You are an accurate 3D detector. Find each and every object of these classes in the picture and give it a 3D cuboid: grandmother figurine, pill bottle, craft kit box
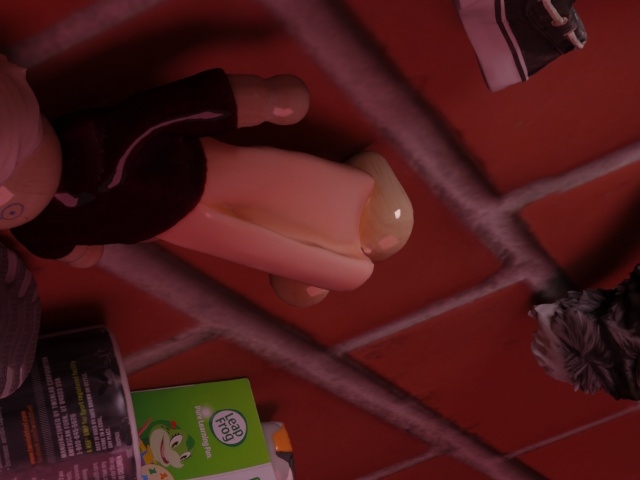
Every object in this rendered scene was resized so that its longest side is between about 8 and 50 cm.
[{"bbox_3d":[-0.090,-0.030,0.767,0.342,0.104,0.208,9,136,-48],"label":"grandmother figurine"},{"bbox_3d":[-0.259,0.143,0.981,0.246,0.130,0.130,-10,154,-14],"label":"pill bottle"},{"bbox_3d":[-0.148,0.245,1.122,0.247,0.249,0.061,-3,151,-28],"label":"craft kit box"}]

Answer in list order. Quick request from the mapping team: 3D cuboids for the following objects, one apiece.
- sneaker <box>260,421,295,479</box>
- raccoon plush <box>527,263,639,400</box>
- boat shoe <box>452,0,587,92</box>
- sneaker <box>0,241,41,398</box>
[{"bbox_3d":[-0.130,0.249,1.332,0.121,0.099,0.262,11,143,-38],"label":"sneaker"},{"bbox_3d":[0.394,-0.012,1.103,0.299,0.216,0.446,-19,-171,-28],"label":"raccoon plush"},{"bbox_3d":[0.094,-0.142,0.679,0.070,0.077,0.219,-20,163,9],"label":"boat shoe"},{"bbox_3d":[-0.281,0.033,0.818,0.115,0.105,0.281,4,171,33],"label":"sneaker"}]
